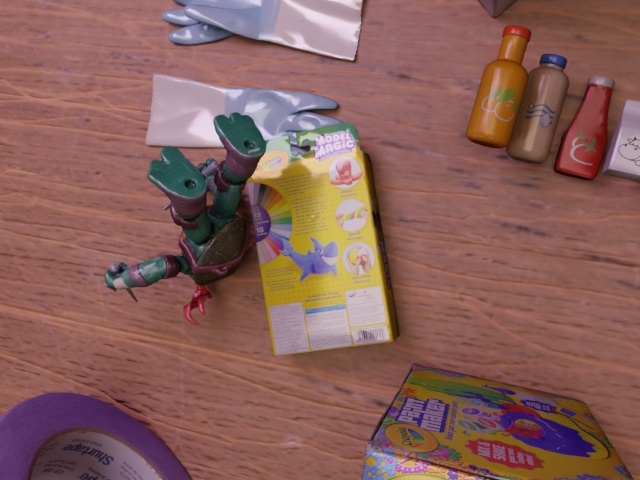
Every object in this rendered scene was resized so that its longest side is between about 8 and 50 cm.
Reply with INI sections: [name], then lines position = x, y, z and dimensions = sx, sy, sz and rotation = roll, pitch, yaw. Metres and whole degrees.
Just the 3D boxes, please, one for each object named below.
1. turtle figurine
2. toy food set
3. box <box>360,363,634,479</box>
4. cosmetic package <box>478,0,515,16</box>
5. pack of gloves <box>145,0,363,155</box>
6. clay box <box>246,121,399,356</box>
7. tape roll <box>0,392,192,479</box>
[turtle figurine]
position = -0.124, -0.015, 0.661
dimensions = 0.118, 0.234, 0.175
rotation = 28, 54, 0
[toy food set]
position = 0.258, -0.109, 0.582
dimensions = 0.232, 0.111, 0.104
rotation = 16, 94, 16
[box]
position = 0.117, 0.275, 0.522
dimensions = 0.177, 0.290, 0.279
rotation = 10, 93, 14
[cosmetic package]
position = 0.130, -0.349, 0.559
dimensions = 0.138, 0.224, 0.224
rotation = -39, 80, 10
[pack of gloves]
position = -0.081, -0.189, 0.703
dimensions = 0.232, 0.046, 0.195
rotation = 9, 91, 14
[clay box]
position = 0.000, 0.000, 0.676
dimensions = 0.127, 0.053, 0.222
rotation = -9, 86, 15
[tape roll]
position = -0.220, 0.280, 0.613
dimensions = 0.090, 0.275, 0.275
rotation = -42, 80, 10
